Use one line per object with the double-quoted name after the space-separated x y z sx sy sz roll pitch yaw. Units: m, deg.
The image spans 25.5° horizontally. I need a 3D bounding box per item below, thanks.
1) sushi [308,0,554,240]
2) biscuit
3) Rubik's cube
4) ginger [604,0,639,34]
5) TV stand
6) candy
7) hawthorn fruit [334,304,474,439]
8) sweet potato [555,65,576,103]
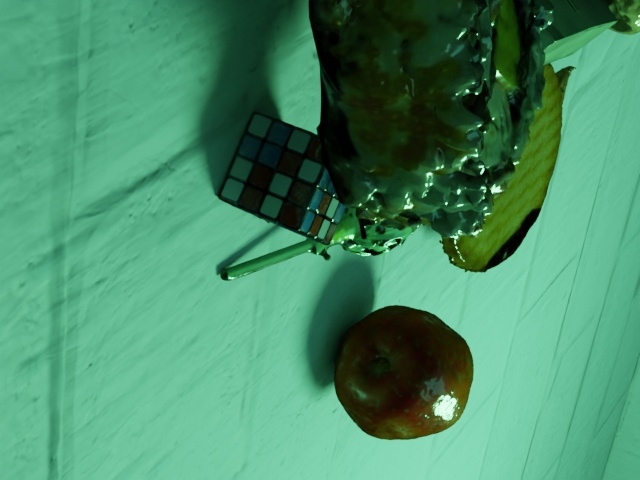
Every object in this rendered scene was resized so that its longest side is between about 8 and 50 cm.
0.108 -0.194 1.284 0.417 0.175 0.418 1 90 -71 "sushi"
0.246 -0.109 1.943 0.318 0.040 0.318 -32 131 -47 "biscuit"
-0.027 -0.058 1.350 0.092 0.092 0.092 -67 158 -1 "Rubik's cube"
0.458 -0.409 2.052 0.276 0.221 0.130 -47 118 -10 "ginger"
0.302 -0.286 1.873 0.088 0.083 0.269 -35 176 30 "TV stand"
0.000 0.000 1.501 0.305 0.091 0.083 -21 102 -52 "candy"
0.100 0.163 1.764 0.189 0.189 0.189 -49 152 -39 "hawthorn fruit"
0.318 -0.122 2.118 0.072 0.066 0.314 33 76 -25 "sweet potato"
